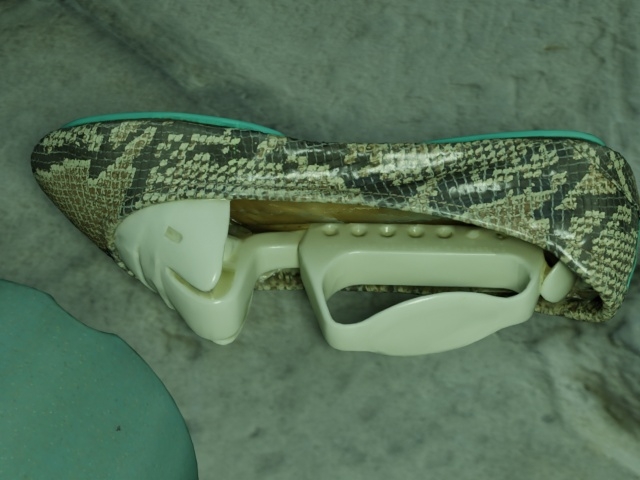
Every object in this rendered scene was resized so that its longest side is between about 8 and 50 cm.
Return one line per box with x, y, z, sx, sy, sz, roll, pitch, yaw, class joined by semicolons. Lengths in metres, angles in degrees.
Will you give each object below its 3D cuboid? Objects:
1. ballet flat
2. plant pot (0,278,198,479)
0.000;0.000;1.177;0.483;0.164;0.182;3;56;6;ballet flat
-0.231;0.207;0.824;0.341;0.341;0.334;6;33;13;plant pot
